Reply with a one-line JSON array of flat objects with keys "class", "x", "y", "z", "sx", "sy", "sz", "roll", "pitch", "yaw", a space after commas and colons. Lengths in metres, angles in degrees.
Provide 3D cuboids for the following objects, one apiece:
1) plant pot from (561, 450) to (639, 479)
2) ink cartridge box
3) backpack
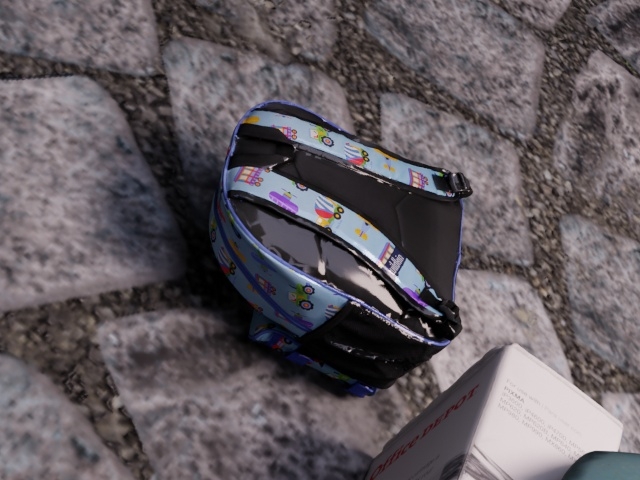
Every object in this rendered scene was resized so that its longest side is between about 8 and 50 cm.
[{"class": "plant pot", "x": 0.224, "y": 0.245, "z": 0.523, "sx": 0.290, "sy": 0.195, "sz": 0.290, "roll": 13, "pitch": 75, "yaw": -61}, {"class": "ink cartridge box", "x": 0.067, "y": 0.184, "z": 0.626, "sx": 0.092, "sy": 0.158, "sz": 0.218, "roll": 35, "pitch": 43, "yaw": -5}, {"class": "backpack", "x": 0.000, "y": 0.000, "z": 0.751, "sx": 0.173, "sy": 0.117, "sz": 0.158, "roll": 28, "pitch": 45, "yaw": -18}]
